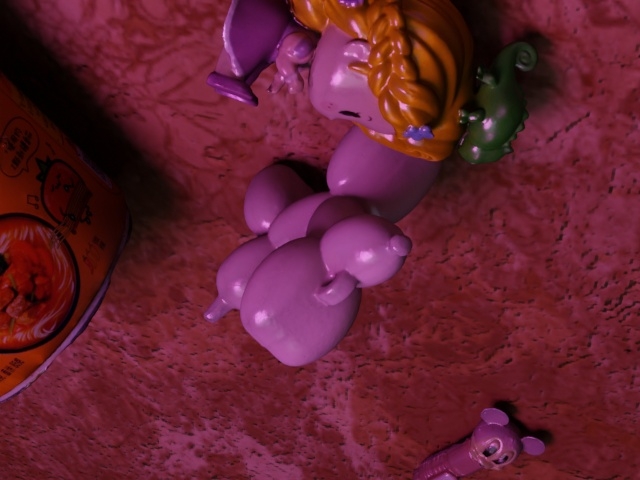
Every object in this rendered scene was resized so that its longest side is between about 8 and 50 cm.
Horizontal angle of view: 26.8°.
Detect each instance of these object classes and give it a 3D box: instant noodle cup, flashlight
[{"bbox_3d":[-0.228,-0.012,0.791,0.216,0.215,0.172,-23,129,40],"label":"instant noodle cup"},{"bbox_3d":[0.100,0.148,0.912,0.052,0.031,0.110,37,137,-13],"label":"flashlight"}]

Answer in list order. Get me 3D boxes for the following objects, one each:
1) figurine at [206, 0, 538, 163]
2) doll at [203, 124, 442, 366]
[{"bbox_3d":[0.035,-0.103,0.662,0.156,0.095,0.114,19,99,2],"label":"figurine"},{"bbox_3d":[0.000,0.000,0.716,0.161,0.160,0.059,-24,118,42],"label":"doll"}]
